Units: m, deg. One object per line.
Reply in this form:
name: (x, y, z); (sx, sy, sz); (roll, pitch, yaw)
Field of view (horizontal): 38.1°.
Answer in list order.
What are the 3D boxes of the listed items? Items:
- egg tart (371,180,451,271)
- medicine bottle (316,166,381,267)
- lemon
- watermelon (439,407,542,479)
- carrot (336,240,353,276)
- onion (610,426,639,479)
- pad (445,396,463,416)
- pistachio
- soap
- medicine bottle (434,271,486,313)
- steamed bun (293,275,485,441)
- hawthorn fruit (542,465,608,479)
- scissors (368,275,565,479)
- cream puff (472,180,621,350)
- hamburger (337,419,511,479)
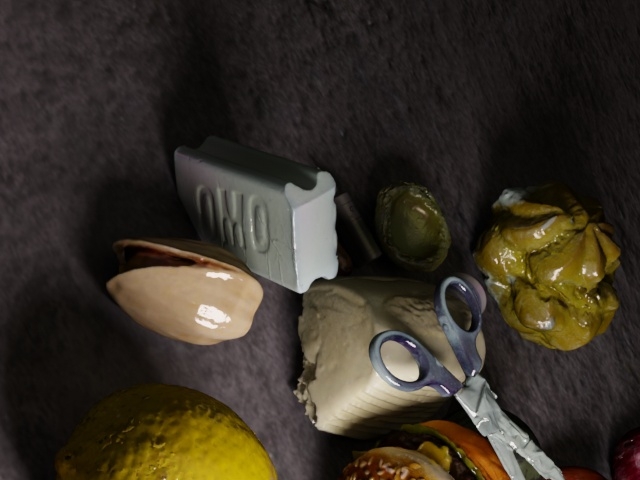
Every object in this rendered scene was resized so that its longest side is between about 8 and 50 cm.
egg tart: (0.163, -0.020, 1.794); (0.197, 0.078, 0.197); (20, 57, -33)
medicine bottle: (0.042, -0.047, 1.705); (0.057, 0.057, 0.199); (-29, 90, -47)
lemon: (-0.187, 0.316, 1.162); (0.310, 0.258, 0.258); (39, 47, -26)
watermelon: (0.275, 0.387, 1.593); (0.212, 0.212, 0.212); (21, 56, -35)
carrot: (0.000, 0.000, 1.650); (0.055, 0.055, 0.161); (-27, 82, -47)
onion: (0.749, 0.535, 1.970); (0.314, 0.232, 0.314); (26, 30, -16)
pad: (0.285, 0.359, 1.765); (0.127, 0.004, 0.190); (48, 44, -14)
pistachio: (-0.199, 0.068, 1.351); (0.229, 0.157, 0.157); (19, 56, -22)
soap: (-0.103, -0.047, 1.439); (0.095, 0.289, 0.173); (-23, 122, -38)
medicine bottle: (0.229, 0.139, 1.754); (0.186, 0.103, 0.103); (-30, 91, -48)
steamed bun: (0.094, 0.159, 1.540); (0.290, 0.273, 0.272); (5, 50, -46)
hawthorn fruit: (0.460, 0.509, 1.743); (0.202, 0.185, 0.185); (17, 57, -17)
scissors: (0.242, 0.253, 1.387); (0.256, 0.029, 0.383); (-32, 87, -42)
cream puff: (0.511, 0.042, 1.950); (0.378, 0.275, 0.378); (24, 53, -36)
hamburger: (0.152, 0.421, 1.408); (0.225, 0.291, 0.291); (-17, 82, -46)
